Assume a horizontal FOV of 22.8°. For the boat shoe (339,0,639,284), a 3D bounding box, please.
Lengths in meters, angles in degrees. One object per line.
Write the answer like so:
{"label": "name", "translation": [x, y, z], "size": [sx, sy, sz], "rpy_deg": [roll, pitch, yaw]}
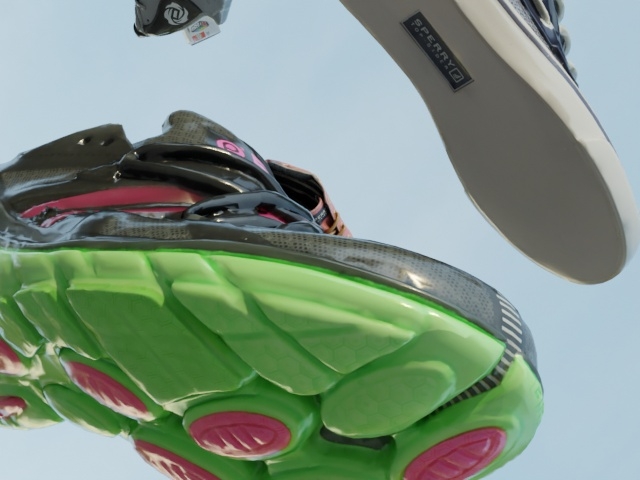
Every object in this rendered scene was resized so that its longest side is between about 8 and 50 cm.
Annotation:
{"label": "boat shoe", "translation": [0.143, -0.142, 1.132], "size": [0.127, 0.158, 0.340], "rpy_deg": [-19, -68, 49]}

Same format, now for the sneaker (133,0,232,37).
{"label": "sneaker", "translation": [-0.182, -0.256, 1.475], "size": [0.228, 0.086, 0.132], "rpy_deg": [22, -56, 11]}

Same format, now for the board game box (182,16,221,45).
{"label": "board game box", "translation": [-0.208, -0.395, 2.008], "size": [0.305, 0.053, 0.193], "rpy_deg": [70, -5, -72]}

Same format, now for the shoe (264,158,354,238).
{"label": "shoe", "translation": [0.000, 0.000, 1.456], "size": [0.178, 0.063, 0.081], "rpy_deg": [40, -23, 13]}

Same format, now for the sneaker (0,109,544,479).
{"label": "sneaker", "translation": [-0.076, 0.011, 0.850], "size": [0.482, 0.202, 0.185], "rpy_deg": [10, -37, 46]}
